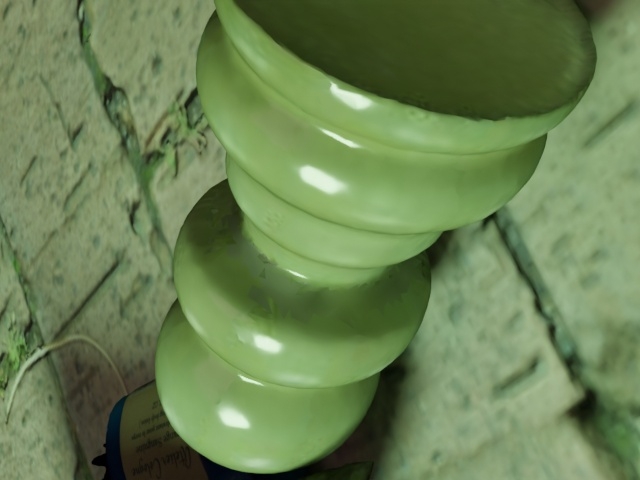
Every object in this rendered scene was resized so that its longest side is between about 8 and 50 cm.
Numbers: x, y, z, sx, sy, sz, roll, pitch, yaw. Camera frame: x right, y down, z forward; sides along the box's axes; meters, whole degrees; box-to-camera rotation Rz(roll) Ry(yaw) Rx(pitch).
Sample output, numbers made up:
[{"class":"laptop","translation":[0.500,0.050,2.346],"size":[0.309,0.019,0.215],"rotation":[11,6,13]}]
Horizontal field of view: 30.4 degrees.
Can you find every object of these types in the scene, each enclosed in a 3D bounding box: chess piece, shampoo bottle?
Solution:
[{"class":"chess piece","translation":[0.000,0.000,0.495],"size":[0.144,0.144,0.251],"rotation":[54,141,33]},{"class":"shampoo bottle","translation":[-0.076,0.117,0.669],"size":[0.183,0.050,0.087],"rotation":[-30,72,51]}]

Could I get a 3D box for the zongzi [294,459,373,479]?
[{"class":"zongzi","translation":[-0.066,0.313,0.612],"size":[0.393,0.174,0.356],"rotation":[-23,84,39]}]
